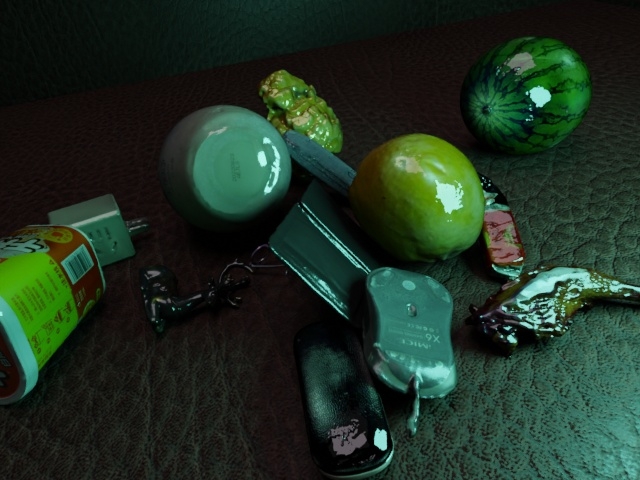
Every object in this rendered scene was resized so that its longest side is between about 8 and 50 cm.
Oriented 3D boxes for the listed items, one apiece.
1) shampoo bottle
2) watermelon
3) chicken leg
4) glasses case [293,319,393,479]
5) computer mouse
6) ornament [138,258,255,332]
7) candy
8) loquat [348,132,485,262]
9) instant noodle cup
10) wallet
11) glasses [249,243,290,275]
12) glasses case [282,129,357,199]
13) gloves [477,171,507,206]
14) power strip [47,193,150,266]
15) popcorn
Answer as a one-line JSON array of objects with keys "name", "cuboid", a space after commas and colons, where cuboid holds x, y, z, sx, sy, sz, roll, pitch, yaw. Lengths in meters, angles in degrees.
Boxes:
[{"name": "shampoo bottle", "cuboid": [-0.233, -0.177, 1.326, 0.323, 0.322, 0.317, -25, 16, -24]}, {"name": "watermelon", "cuboid": [0.574, -0.405, 1.490, 0.364, 0.362, 0.363, -6, 32, 4]}, {"name": "chicken leg", "cuboid": [0.457, 0.102, 0.950, 0.408, 0.095, 0.157, -7, 38, -3]}, {"name": "glasses case", "cuboid": [0.027, 0.239, 0.850, 0.122, 0.075, 0.314, -11, 32, -5]}, {"name": "computer mouse", "cuboid": [0.141, 0.180, 0.894, 0.167, 0.090, 0.379, 13, 35, -1]}, {"name": "ornament", "cuboid": [-0.265, 0.093, 1.154, 0.236, 0.080, 0.202, -20, 37, -12]}, {"name": "candy", "cuboid": [0.378, 0.001, 1.113, 0.086, 0.059, 0.292, -7, 52, 8]}, {"name": "loquat", "cuboid": [0.199, -0.082, 1.130, 0.276, 0.276, 0.283, -18, 73, -14]}, {"name": "instant noodle cup", "cuboid": [-0.606, 0.119, 1.048, 0.294, 0.293, 0.307, 0, 26, 14]}, {"name": "wallet", "cuboid": [0.030, 0.019, 1.055, 0.041, 0.247, 0.323, -38, 12, 30]}, {"name": "glasses", "cuboid": [-0.081, 0.038, 1.199, 0.140, 0.062, 0.104, -42, 62, -9]}, {"name": "glasses case", "cuboid": [0.014, -0.199, 1.424, 0.283, 0.067, 0.109, 38, 28, -3]}, {"name": "gloves", "cuboid": [0.328, -0.119, 1.286, 0.165, 0.124, 0.203, -31, 43, -1]}, {"name": "power strip", "cuboid": [-0.553, -0.027, 1.349, 0.225, 0.140, 0.139, -22, 33, -19]}, {"name": "popcorn", "cuboid": [-0.061, -0.348, 1.586, 0.225, 0.332, 0.265, -26, 13, 18]}]
